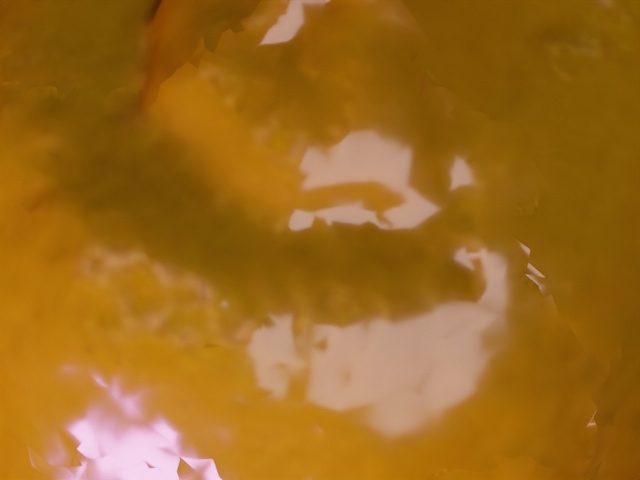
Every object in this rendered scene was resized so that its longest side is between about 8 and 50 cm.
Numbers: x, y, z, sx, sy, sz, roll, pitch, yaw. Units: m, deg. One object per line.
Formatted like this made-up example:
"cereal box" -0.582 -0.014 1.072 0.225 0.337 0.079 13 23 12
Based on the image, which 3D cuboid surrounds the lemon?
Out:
"lemon" 0.000 0.000 0.606 0.348 0.348 0.348 -3 105 -10
